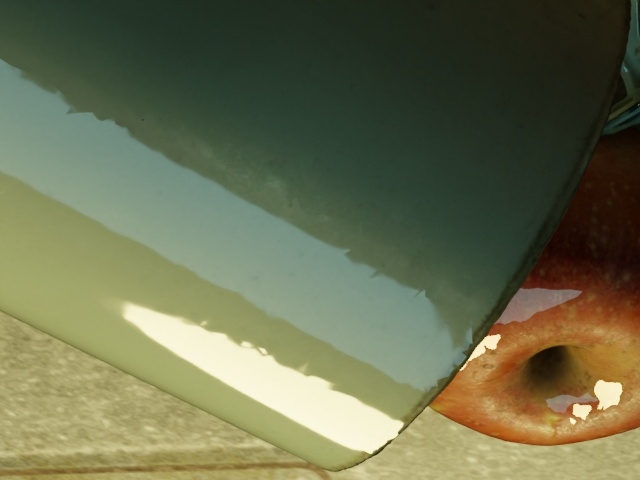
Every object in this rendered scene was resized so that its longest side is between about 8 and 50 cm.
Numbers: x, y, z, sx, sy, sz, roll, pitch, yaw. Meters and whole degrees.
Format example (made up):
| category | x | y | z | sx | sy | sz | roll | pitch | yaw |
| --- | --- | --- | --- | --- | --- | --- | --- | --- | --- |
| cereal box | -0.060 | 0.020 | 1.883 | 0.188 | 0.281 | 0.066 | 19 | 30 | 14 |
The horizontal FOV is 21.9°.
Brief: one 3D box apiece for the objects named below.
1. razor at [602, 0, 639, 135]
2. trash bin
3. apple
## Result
| category | x | y | z | sx | sy | sz | roll | pitch | yaw |
| --- | --- | --- | --- | --- | --- | --- | --- | --- | --- |
| razor | 0.082 | -0.159 | 0.757 | 0.278 | 0.056 | 0.111 | 36 | 143 | -17 |
| trash bin | -0.122 | -0.115 | 0.657 | 0.432 | 0.280 | 0.280 | 30 | 143 | -11 |
| apple | 0.121 | 0.014 | 0.889 | 0.201 | 0.162 | 0.201 | 1 | 141 | 1 |
